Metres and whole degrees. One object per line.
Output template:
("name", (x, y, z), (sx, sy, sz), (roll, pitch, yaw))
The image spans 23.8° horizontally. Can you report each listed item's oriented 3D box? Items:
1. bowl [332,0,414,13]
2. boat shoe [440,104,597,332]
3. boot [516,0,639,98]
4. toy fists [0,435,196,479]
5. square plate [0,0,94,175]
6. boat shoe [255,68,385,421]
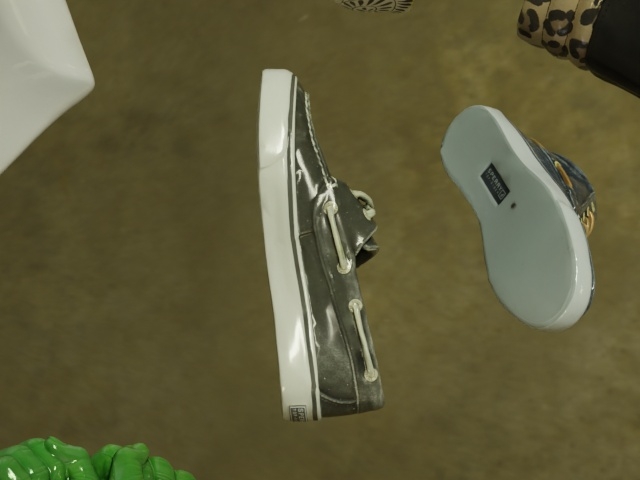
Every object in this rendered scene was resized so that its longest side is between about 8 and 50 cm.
("bowl", (0.018, -0.284, 1.454), (0.080, 0.170, 0.170), (-22, 95, -11))
("boat shoe", (0.138, -0.009, 0.906), (0.083, 0.183, 0.065), (23, 121, -32))
("boot", (0.332, -0.215, 1.012), (0.284, 0.138, 0.377), (33, 96, 24))
("toy fists", (-0.227, 0.264, 1.505), (0.279, 0.142, 0.096), (12, 128, -46))
("square plate", (-0.219, -0.209, 0.777), (0.049, 0.347, 0.344), (-19, 103, 5))
("boat shoe", (0.000, 0.000, 0.935), (0.070, 0.078, 0.219), (-6, 81, -1))
